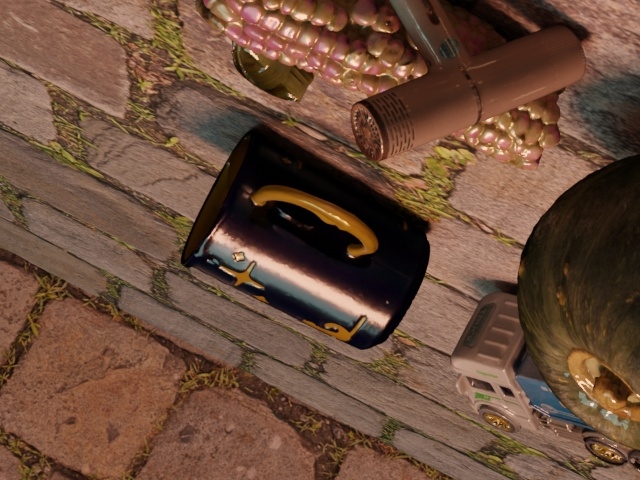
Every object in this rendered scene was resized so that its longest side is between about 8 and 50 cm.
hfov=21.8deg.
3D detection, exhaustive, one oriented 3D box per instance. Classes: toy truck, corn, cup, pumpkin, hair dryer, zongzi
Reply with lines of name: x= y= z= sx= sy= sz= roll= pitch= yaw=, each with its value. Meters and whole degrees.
toy truck: x=0.330 y=0.166 z=1.973 sx=0.367 sy=0.146 sz=0.175 roll=11 pitch=151 yaw=38
corn: x=0.054 y=-0.169 z=1.384 sx=0.335 sy=0.126 sz=0.126 roll=27 pitch=165 yaw=-8
cup: x=-0.011 y=0.017 z=1.928 sx=0.256 sy=0.178 sz=0.255 roll=28 pitch=-168 yaw=-10
pumpkin: x=0.333 y=0.058 z=1.384 sx=0.328 sy=0.257 sz=0.291 roll=18 pitch=151 yaw=54
hair dryer: x=0.090 y=-0.196 z=1.308 sx=0.053 sy=0.195 sz=0.220 roll=-6 pitch=105 yaw=69
zongzi: x=-0.074 y=-0.193 z=1.650 sx=0.119 sy=0.055 sz=0.109 roll=29 pitch=167 yaw=42
